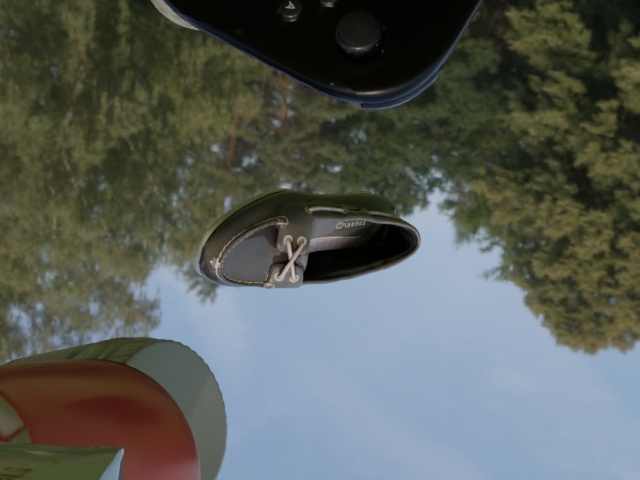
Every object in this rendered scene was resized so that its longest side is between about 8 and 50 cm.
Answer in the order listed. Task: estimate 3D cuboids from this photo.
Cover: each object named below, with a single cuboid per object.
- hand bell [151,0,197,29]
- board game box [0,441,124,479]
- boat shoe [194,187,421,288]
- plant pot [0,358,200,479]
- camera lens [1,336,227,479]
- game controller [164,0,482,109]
[{"bbox_3d":[-0.127,-0.249,0.717,0.126,0.126,0.242,14,-173,8],"label":"hand bell"},{"bbox_3d":[-0.231,0.266,0.496,0.223,0.304,0.097,3,-173,2],"label":"board game box"},{"bbox_3d":[0.000,0.000,1.083,0.095,0.112,0.335,30,-153,34],"label":"boat shoe"},{"bbox_3d":[-0.281,0.231,0.822,0.274,0.275,0.243,19,172,18],"label":"plant pot"},{"bbox_3d":[-0.280,0.237,1.088,0.274,0.220,0.219,-14,-169,32],"label":"camera lens"},{"bbox_3d":[0.049,-0.223,0.450,0.166,0.319,0.067,30,173,5],"label":"game controller"}]
